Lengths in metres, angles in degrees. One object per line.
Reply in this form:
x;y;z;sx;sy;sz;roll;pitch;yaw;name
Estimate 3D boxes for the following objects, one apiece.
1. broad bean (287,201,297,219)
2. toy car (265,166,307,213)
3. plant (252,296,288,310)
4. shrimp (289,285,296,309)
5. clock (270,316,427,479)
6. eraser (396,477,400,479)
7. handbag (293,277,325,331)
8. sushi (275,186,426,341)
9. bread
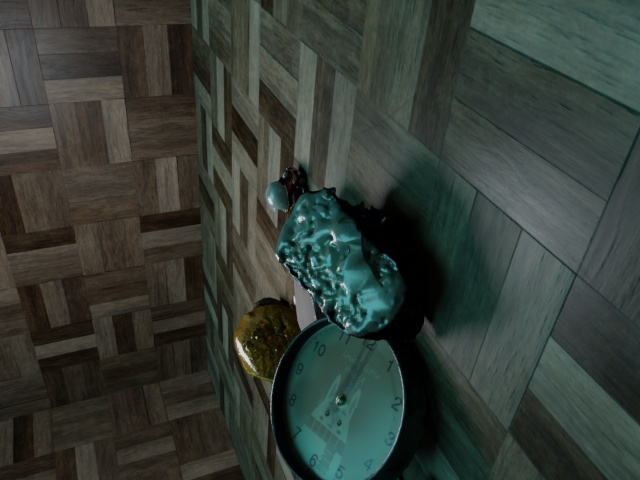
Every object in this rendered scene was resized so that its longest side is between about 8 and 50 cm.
-0.003;0.002;1.391;0.229;0.156;0.122;61;150;26;broad bean
-0.102;-0.135;1.640;0.112;0.112;0.139;-137;41;-58;toy car
-0.162;0.274;1.965;0.203;0.142;0.131;-152;64;-75;plant
-0.080;0.175;1.820;0.163;0.045;0.095;105;148;-51;shrimp
0.046;0.347;1.248;0.386;0.076;0.387;-16;64;36;clock
0.178;0.684;1.343;0.124;0.081;0.279;113;141;-57;eraser
0.005;0.153;1.492;0.179;0.116;0.205;-155;57;-65;handbag
0.081;0.037;1.146;0.234;0.207;0.349;-49;58;19;sushi
-0.129;0.316;1.748;0.146;0.268;0.269;87;161;-52;bread
